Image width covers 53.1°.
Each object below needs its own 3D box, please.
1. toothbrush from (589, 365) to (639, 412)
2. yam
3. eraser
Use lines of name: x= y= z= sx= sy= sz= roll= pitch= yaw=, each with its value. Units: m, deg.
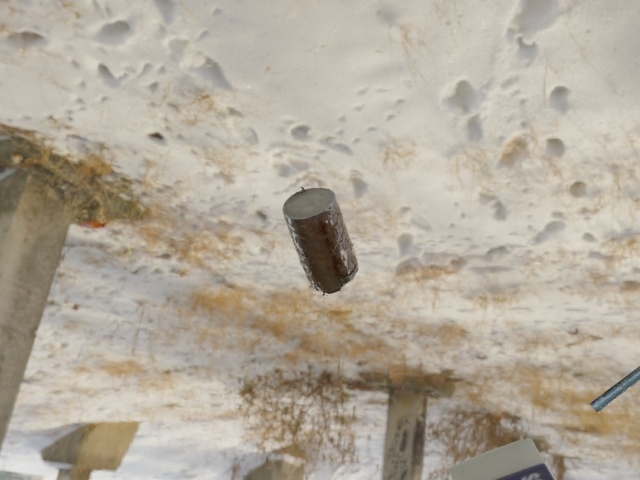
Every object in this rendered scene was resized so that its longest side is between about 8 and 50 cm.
toothbrush: x=0.423 y=0.144 z=0.788 sx=0.219 sy=0.019 sz=0.016 roll=-45 pitch=140 yaw=20
yam: x=0.002 y=0.000 z=0.843 sx=0.079 sy=0.079 sz=0.141 roll=-2 pitch=133 yaw=22
eraser: x=0.249 y=0.363 z=0.742 sx=0.124 sy=0.279 sz=0.081 roll=-23 pitch=111 yaw=5
